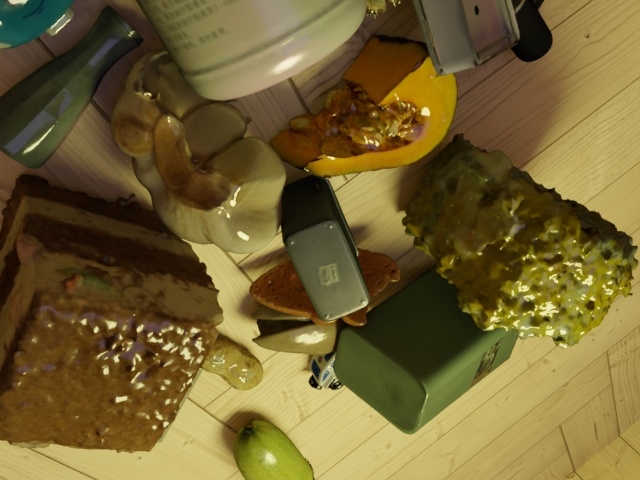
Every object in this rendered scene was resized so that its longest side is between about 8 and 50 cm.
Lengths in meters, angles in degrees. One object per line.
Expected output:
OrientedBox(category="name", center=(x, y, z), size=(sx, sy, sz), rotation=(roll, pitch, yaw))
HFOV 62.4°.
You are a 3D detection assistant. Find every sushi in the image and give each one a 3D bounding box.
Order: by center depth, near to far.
OrientedBox(category="sushi", center=(0.340, -0.003, 0.941), size=(0.351, 0.397, 0.240), rotation=(20, 112, -31))

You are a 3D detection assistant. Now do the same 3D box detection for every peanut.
OrientedBox(category="peanut", center=(-0.171, 0.240, 1.015), size=(0.080, 0.080, 0.174), rotation=(-44, 132, 4))

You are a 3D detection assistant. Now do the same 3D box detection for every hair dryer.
OrientedBox(category="hair dryer", center=(0.401, -0.442, 0.901), size=(0.128, 0.070, 0.255), rotation=(32, 97, -40))

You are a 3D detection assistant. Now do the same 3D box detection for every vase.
OrientedBox(category="vase", center=(-0.314, -0.193, 0.653), size=(0.214, 0.086, 0.086), rotation=(-47, 131, -1))

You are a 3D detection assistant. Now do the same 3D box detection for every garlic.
OrientedBox(category="garlic", center=(-0.160, -0.105, 0.733), size=(0.281, 0.203, 0.184), rotation=(46, 125, -4))

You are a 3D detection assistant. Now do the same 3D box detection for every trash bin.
OrientedBox(category="trash bin", center=(0.000, 0.000, 0.847), size=(0.101, 0.236, 0.177), rotation=(-21, 112, 4))
OrientedBox(category="trash bin", center=(0.216, 0.205, 1.045), size=(0.343, 0.223, 0.158), rotation=(-24, 134, -41))

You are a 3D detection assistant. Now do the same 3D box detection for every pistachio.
OrientedBox(category="pistachio", center=(-0.027, 0.159, 1.019), size=(0.225, 0.136, 0.136), rotation=(-1, 121, -26))

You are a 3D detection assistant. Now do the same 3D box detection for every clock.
OrientedBox(category="clock", center=(0.196, -0.345, 0.730), size=(0.144, 0.073, 0.194), rotation=(-36, 112, -38))

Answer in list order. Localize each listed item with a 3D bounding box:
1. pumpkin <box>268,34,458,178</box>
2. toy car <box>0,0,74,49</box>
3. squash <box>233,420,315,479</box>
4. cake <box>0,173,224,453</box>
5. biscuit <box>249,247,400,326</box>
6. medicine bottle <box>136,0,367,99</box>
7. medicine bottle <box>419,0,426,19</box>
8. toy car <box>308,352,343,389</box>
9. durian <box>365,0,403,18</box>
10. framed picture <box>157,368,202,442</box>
OrientedBox(category="pumpkin", center=(0.073, -0.214, 0.815), size=(0.280, 0.139, 0.190), rotation=(-11, 127, -26))
OrientedBox(category="toy car", center=(-0.367, -0.319, 0.486), size=(0.198, 0.166, 0.314), rotation=(-39, 132, 4))
OrientedBox(category="squash", center=(-0.116, 0.491, 1.178), size=(0.132, 0.132, 0.247), rotation=(-33, 130, -6))
OrientedBox(category="cake", center=(-0.317, 0.106, 0.714), size=(0.255, 0.290, 0.282), rotation=(19, 113, -35))
OrientedBox(category="biscuit", center=(0.010, 0.077, 0.966), size=(0.280, 0.183, 0.043), rotation=(-10, 157, -9))
OrientedBox(category="medicine bottle", center=(-0.106, -0.336, 0.564), size=(0.241, 0.241, 0.302), rotation=(-33, 122, -6))
OrientedBox(category="medicine bottle", center=(0.195, -0.383, 0.817), size=(0.208, 0.053, 0.090), rotation=(1, 102, -23))
OrientedBox(category="toy car", center=(0.034, 0.250, 1.137), size=(0.070, 0.080, 0.171), rotation=(26, 106, -37))
OrientedBox(category="durian", center=(0.050, -0.400, 0.712), size=(0.148, 0.091, 0.189), rotation=(-22, 118, -28))
OrientedBox(category="framed picture", center=(-0.333, 0.310, 1.013), size=(0.150, 0.015, 0.203), rotation=(19, 110, -37))
